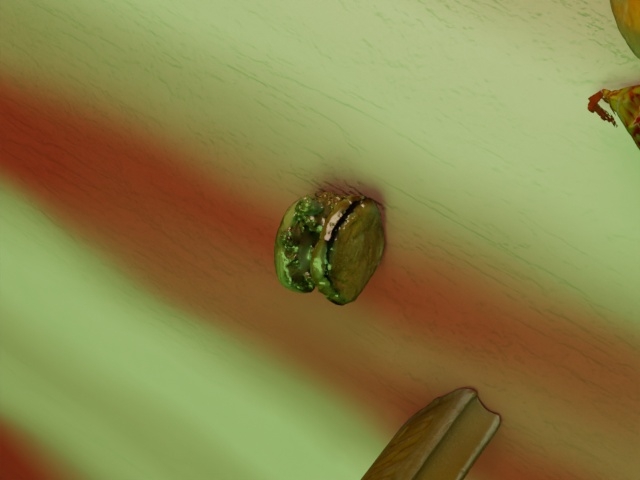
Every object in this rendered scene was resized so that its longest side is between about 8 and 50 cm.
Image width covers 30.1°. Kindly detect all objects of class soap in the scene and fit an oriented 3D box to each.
[{"bbox_3d":[0.130,0.342,1.707,0.089,0.274,0.173,49,135,-3],"label":"soap"}]

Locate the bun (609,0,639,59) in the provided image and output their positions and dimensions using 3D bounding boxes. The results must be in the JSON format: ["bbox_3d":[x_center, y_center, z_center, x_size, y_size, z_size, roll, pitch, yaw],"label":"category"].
[{"bbox_3d":[0.401,-0.272,1.118,0.299,0.165,0.298,3,95,31],"label":"bun"}]

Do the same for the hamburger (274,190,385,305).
[{"bbox_3d":[0.000,0.000,1.653,0.131,0.159,0.185,18,147,29],"label":"hamburger"}]

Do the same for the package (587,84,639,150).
[{"bbox_3d":[0.448,-0.115,1.291,0.288,0.108,0.223,-29,99,46],"label":"package"}]
